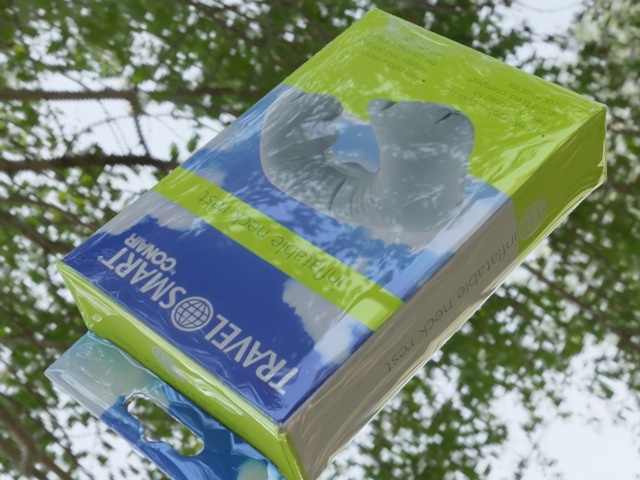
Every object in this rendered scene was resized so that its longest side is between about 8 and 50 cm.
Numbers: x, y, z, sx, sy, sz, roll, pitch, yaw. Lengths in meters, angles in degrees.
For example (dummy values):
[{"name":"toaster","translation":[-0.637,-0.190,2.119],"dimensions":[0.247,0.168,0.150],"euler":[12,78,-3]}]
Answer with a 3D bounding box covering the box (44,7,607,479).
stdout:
[{"name":"box","translation":[0.000,0.000,0.386],"dimensions":[0.178,0.109,0.042],"euler":[-43,-37,-24]}]
